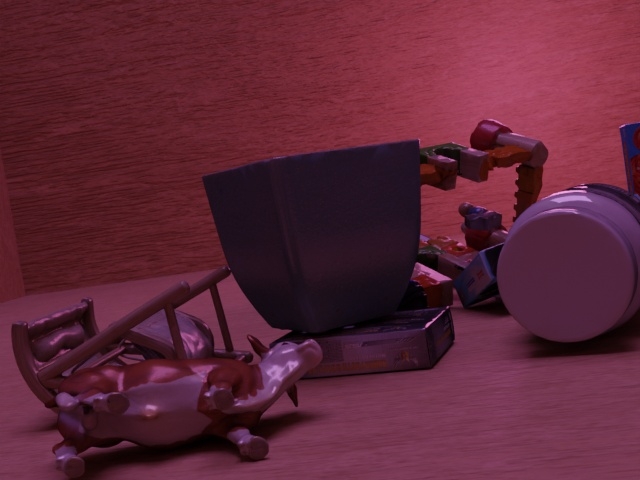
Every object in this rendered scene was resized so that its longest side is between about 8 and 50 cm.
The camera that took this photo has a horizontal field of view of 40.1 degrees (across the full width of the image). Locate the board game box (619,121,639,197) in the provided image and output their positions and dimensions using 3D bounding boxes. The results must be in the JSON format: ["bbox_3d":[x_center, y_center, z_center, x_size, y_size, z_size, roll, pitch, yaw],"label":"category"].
[{"bbox_3d":[0.829,-0.125,1.896,0.308,0.302,0.086,-9,3,13],"label":"board game box"}]

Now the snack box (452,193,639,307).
[{"bbox_3d":[0.414,0.022,1.593,0.322,0.060,0.187,-20,-16,-12],"label":"snack box"}]

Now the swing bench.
[{"bbox_3d":[-0.256,0.149,1.246,0.255,0.165,0.253,-14,3,8],"label":"swing bench"}]

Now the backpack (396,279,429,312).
[{"bbox_3d":[0.113,0.111,1.434,0.120,0.098,0.101,-13,3,-38],"label":"backpack"}]

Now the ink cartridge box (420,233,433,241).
[{"bbox_3d":[0.142,0.038,2.009,0.330,0.071,0.324,-2,19,-38],"label":"ink cartridge box"}]

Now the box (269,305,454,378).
[{"bbox_3d":[0.066,0.148,1.276,0.231,0.056,0.183,-8,4,18],"label":"box"}]

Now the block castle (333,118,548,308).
[{"bbox_3d":[0.213,-0.053,1.713,0.453,0.303,0.213,-15,25,-31],"label":"block castle"}]

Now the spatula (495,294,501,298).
[{"bbox_3d":[0.414,0.090,1.781,0.168,0.019,0.242,-7,7,9],"label":"spatula"}]

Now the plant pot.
[{"bbox_3d":[0.000,0.000,1.297,0.247,0.252,0.248,-11,4,-29],"label":"plant pot"}]

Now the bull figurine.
[{"bbox_3d":[-0.142,0.174,0.945,0.310,0.101,0.188,-9,5,-7],"label":"bull figurine"}]

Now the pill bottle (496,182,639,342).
[{"bbox_3d":[0.376,0.026,1.264,0.204,0.204,0.361,-7,3,25],"label":"pill bottle"}]
